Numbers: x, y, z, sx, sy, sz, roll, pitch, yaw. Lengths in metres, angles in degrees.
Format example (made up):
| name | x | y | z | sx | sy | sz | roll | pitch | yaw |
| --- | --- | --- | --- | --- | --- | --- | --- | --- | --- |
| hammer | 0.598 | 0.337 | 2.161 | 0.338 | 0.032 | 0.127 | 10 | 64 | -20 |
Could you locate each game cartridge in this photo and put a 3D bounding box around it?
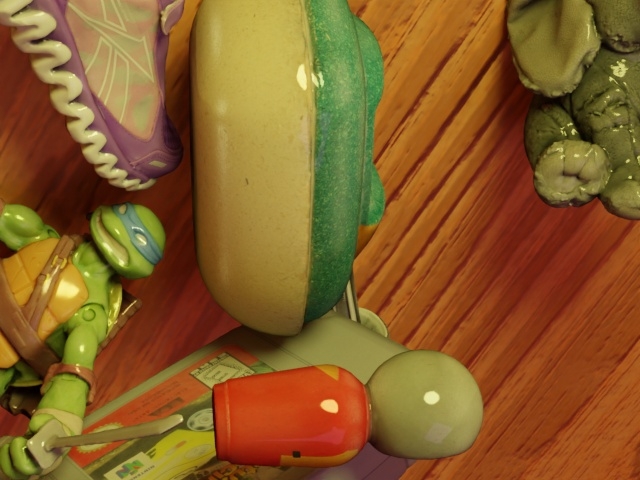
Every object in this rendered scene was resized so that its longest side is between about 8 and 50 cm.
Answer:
| name | x | y | z | sx | sy | sz | roll | pitch | yaw |
| --- | --- | --- | --- | --- | --- | --- | --- | --- | --- |
| game cartridge | -0.066 | 0.141 | 0.885 | 0.294 | 0.196 | 0.060 | -31 | 123 | -24 |

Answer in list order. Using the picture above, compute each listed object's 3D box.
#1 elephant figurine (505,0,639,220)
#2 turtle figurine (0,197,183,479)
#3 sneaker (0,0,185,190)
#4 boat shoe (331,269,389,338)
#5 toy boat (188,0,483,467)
| name | x | y | z | sx | sy | sz | roll | pitch | yaw |
| --- | --- | --- | --- | --- | --- | --- | --- | --- | --- |
| elephant figurine | 0.219 | -0.147 | 0.991 | 0.169 | 0.186 | 0.239 | -33 | 125 | -58 |
| turtle figurine | -0.230 | 0.057 | 0.855 | 0.266 | 0.274 | 0.198 | -37 | 106 | 10 |
| sneaker | -0.119 | -0.124 | 0.814 | 0.105 | 0.095 | 0.236 | -25 | 139 | 1 |
| boat shoe | 0.009 | 0.096 | 1.121 | 0.102 | 0.108 | 0.301 | -24 | 131 | -10 |
| toy boat | 0.000 | 0.000 | 0.850 | 0.148 | 0.318 | 0.267 | -3 | 141 | -7 |
